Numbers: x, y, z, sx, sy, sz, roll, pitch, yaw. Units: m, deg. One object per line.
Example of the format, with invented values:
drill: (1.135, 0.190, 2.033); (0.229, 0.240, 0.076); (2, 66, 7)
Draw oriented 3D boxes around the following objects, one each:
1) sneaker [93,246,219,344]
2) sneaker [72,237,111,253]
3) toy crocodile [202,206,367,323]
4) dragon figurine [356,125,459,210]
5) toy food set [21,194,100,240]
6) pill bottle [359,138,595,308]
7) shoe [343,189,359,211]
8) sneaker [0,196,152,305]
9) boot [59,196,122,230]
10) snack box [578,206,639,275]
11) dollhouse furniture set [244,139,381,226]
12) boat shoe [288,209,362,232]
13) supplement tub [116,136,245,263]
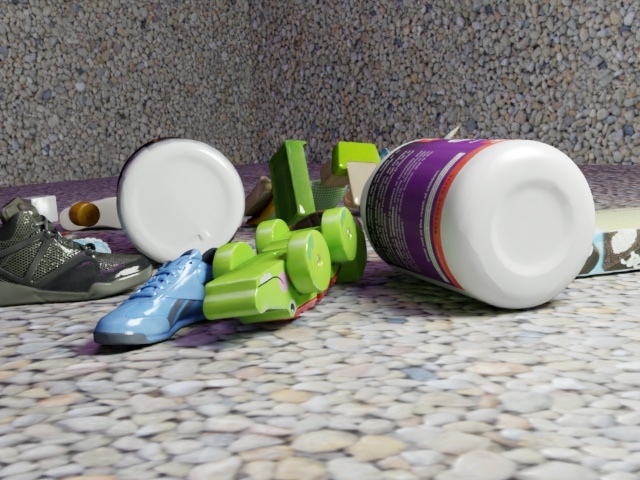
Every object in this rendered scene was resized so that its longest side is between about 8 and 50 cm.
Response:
sneaker: (-0.164, 0.054, 0.910); (0.069, 0.082, 0.209); (4, 12, 27)
sneaker: (-0.382, 0.025, 1.249); (0.162, 0.064, 0.073); (-5, 12, -17)
toy crocodile: (-0.030, 0.034, 0.979); (0.115, 0.105, 0.340); (-10, 9, 19)
dragon figurine: (0.158, -0.136, 1.714); (0.085, 0.289, 0.144); (-11, 49, -35)
toy food set: (-0.466, -0.011, 1.338); (0.232, 0.111, 0.104); (-13, 14, -41)
pill bottle: (0.165, -0.032, 1.046); (0.181, 0.182, 0.323); (-6, 9, -20)
shoe: (0.129, -0.087, 1.921); (0.076, 0.058, 0.219); (28, 30, 34)
sneaker: (-0.329, 0.011, 1.100); (0.227, 0.130, 0.087); (-2, 10, -11)
boot: (-0.448, -0.061, 1.832); (0.189, 0.069, 0.086); (-3, 11, 11)
snack box: (0.379, -0.001, 1.186); (0.321, 0.060, 0.187); (-5, 9, -18)
dollhouse furniture set: (-0.025, -0.053, 1.661); (0.197, 0.151, 0.301); (0, -23, -27)
boat shoe: (0.000, 0.000, 1.218); (0.072, 0.068, 0.190); (14, -16, -39)
supplement tub: (-0.237, -0.073, 1.423); (0.193, 0.194, 0.316); (-5, 8, -13)
